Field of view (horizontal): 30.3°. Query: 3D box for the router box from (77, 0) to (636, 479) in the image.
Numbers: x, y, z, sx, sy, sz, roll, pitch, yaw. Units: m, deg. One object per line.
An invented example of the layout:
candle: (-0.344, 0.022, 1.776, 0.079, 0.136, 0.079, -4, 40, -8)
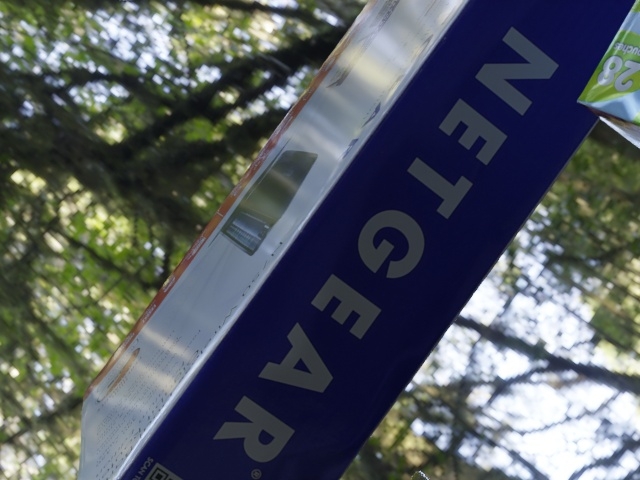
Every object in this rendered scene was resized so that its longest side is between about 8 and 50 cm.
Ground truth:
router box: (0.000, 0.000, 0.647, 0.082, 0.301, 0.335, 37, -93, -11)

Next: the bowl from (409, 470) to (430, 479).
bowl: (0.065, 0.210, 0.599, 0.170, 0.080, 0.170, 14, -90, -77)

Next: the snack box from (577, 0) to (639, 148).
snack box: (0.206, -0.077, 0.358, 0.070, 0.207, 0.174, 27, -84, -36)
